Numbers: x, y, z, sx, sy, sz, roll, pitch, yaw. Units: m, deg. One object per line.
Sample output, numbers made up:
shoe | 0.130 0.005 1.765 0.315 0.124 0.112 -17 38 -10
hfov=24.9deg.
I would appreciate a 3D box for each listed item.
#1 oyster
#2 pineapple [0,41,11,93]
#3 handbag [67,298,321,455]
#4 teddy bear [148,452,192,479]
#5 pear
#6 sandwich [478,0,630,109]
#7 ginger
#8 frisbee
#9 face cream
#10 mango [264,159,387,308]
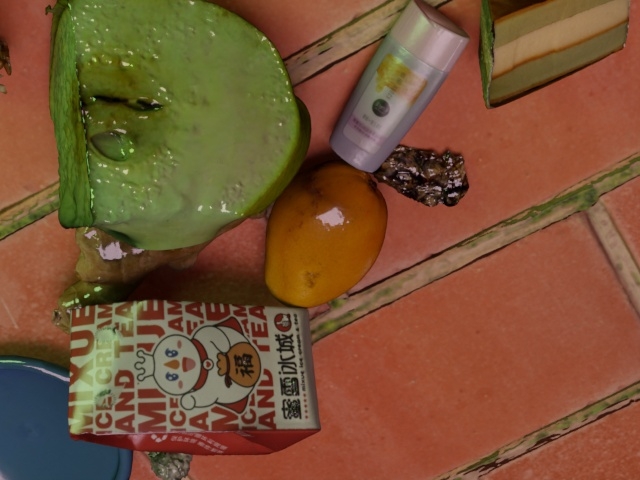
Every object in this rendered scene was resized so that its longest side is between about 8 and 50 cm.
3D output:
oyster | 0.113 -0.073 1.744 0.132 0.029 0.086 -5 123 -2
pineapple | -0.405 -0.238 1.522 0.114 0.236 0.186 -18 83 1
handbag | -0.158 0.167 1.723 0.298 0.171 0.151 5 159 -31
teddy bear | -0.203 0.197 1.838 0.111 0.133 0.213 -29 108 -10
pear | -0.152 -0.134 1.591 0.282 0.176 0.286 -6 89 -18
sandwich | 0.265 -0.225 1.595 0.187 0.144 0.117 -3 125 -3
ginger | -0.193 -0.001 1.733 0.334 0.081 0.148 -26 121 4
frisbee | -0.384 0.259 1.897 0.290 0.049 0.289 2 121 4
face cream | 0.086 -0.173 1.654 0.084 0.057 0.198 36 115 8
mango | 0.000 0.000 1.737 0.145 0.112 0.219 5 134 -21
